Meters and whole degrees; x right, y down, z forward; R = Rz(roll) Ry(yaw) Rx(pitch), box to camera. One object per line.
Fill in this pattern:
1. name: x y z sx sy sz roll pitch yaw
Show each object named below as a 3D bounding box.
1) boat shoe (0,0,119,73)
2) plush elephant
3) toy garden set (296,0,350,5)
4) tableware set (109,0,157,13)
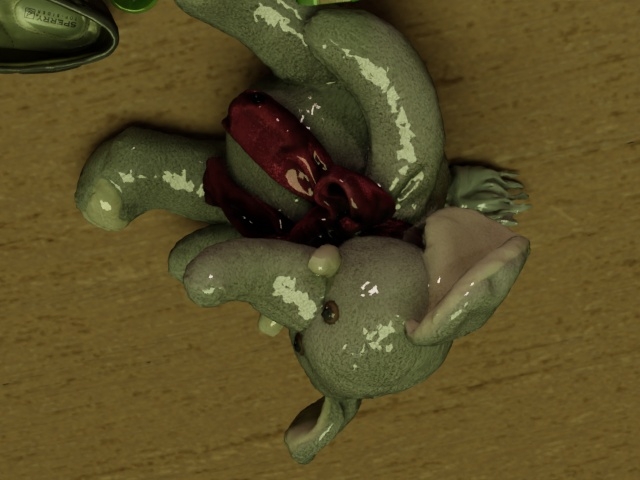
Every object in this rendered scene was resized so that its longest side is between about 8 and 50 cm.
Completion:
1. boat shoe: -0.239 -0.148 1.289 0.224 0.073 0.080 1 106 -25
2. plush elephant: 0.000 0.000 1.316 0.330 0.255 0.272 23 129 -19
3. toy garden set: 0.101 -0.256 1.217 0.244 0.049 0.203 -7 106 -10
4. tableware set: -0.084 -0.210 1.312 0.154 0.024 0.104 -17 125 12
